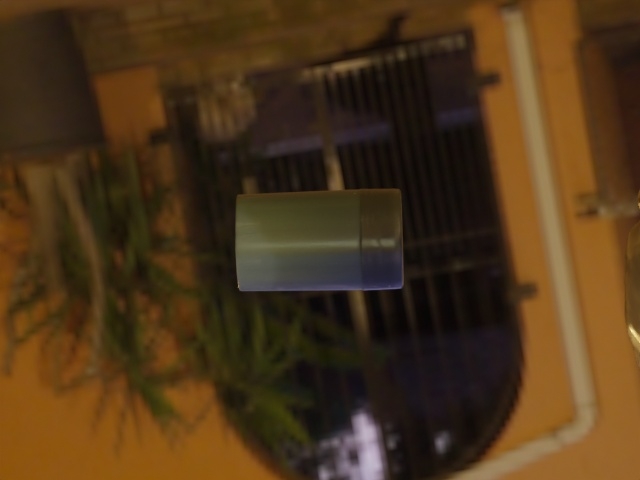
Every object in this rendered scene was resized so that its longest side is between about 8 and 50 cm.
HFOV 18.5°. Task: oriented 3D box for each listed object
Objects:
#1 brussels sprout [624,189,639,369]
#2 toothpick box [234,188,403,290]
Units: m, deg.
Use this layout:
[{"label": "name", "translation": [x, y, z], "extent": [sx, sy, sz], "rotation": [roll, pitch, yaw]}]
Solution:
[{"label": "brussels sprout", "translation": [0.260, 0.049, 0.694], "extent": [0.316, 0.274, 0.242], "rotation": [-14, -154, 47]}, {"label": "toothpick box", "translation": [0.000, 0.000, 0.997], "extent": [0.083, 0.052, 0.052], "rotation": [-1, -177, 2]}]
